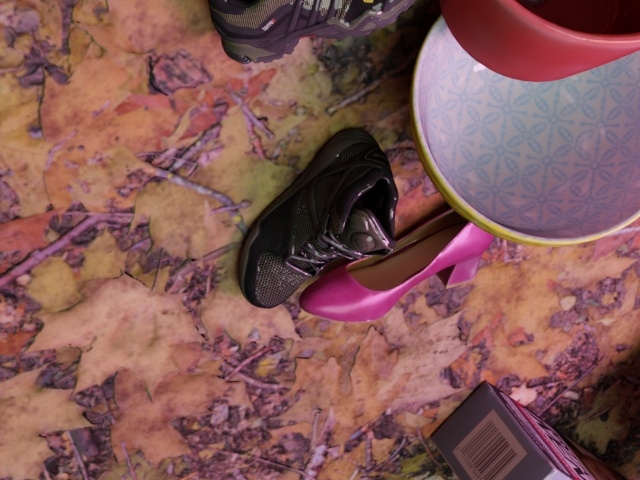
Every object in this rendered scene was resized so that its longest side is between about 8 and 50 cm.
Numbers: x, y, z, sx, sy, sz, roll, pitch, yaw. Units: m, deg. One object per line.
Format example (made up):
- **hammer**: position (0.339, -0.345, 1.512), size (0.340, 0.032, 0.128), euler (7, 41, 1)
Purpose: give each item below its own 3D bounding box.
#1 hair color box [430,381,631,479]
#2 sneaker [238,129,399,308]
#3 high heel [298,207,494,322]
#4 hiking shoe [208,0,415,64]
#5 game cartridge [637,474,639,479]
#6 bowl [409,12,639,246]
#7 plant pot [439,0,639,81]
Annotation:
- **hair color box**: position (0.329, 0.346, 1.884), size (0.113, 0.185, 0.374), euler (-47, 128, 9)
- **sneaker**: position (0.000, 0.000, 1.542), size (0.087, 0.130, 0.227), euler (32, 106, -35)
- **high heel**: position (0.089, 0.017, 1.616), size (0.244, 0.082, 0.117), euler (-10, 132, -24)
- **hiking shoe**: position (-0.005, -0.247, 1.367), size (0.227, 0.086, 0.114), euler (-22, 141, 9)
- **game cartridge**: position (0.534, 0.224, 1.868), size (0.355, 0.068, 0.230), euler (-60, 137, -22)
- **bowl**: position (0.221, -0.120, 1.524), size (0.289, 0.289, 0.156), euler (-19, 170, -12)
- **plant pot**: position (0.225, -0.274, 1.351), size (0.275, 0.275, 0.243), euler (-22, 172, -10)
